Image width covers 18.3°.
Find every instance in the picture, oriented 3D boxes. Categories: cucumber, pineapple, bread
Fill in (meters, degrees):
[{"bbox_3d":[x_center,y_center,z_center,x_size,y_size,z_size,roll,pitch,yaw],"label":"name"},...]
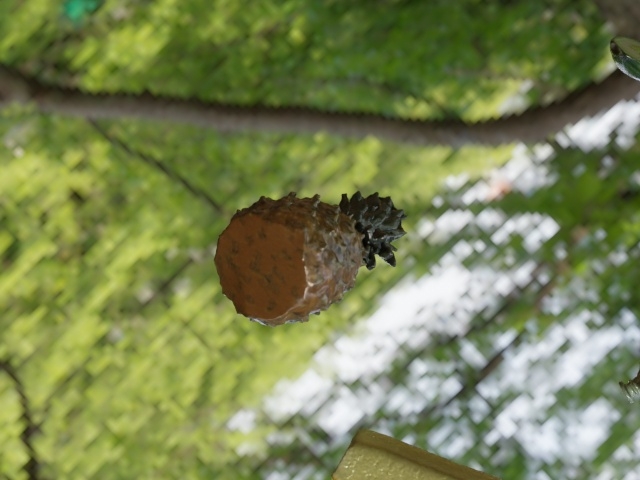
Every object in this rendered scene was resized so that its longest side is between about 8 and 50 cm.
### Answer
[{"bbox_3d":[0.379,-0.217,2.407,0.107,0.067,0.035,9,127,-51],"label":"cucumber"},{"bbox_3d":[0.000,0.000,2.304,0.158,0.158,0.278,-39,173,33],"label":"pineapple"},{"bbox_3d":[0.112,0.269,2.173,0.125,0.188,0.068,-1,111,-83],"label":"bread"}]

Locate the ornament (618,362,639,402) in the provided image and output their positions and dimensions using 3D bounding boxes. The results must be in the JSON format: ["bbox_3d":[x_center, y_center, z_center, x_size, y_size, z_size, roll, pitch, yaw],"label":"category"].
[{"bbox_3d":[0.400,0.157,2.380,0.092,0.041,0.068,-25,-163,37],"label":"ornament"}]
